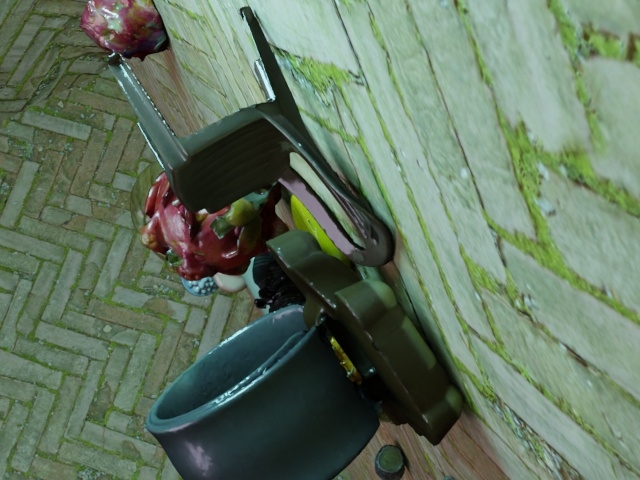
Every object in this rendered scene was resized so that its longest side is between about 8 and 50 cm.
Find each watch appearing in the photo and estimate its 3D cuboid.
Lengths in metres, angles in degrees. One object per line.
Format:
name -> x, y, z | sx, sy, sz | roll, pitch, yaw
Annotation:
watch -> -0.044, 0.195, 1.123 | 0.314, 0.326, 0.335 | 56, 170, -11

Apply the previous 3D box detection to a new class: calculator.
calculator -> 0.000, 0.000, 1.309 | 0.146, 0.032, 0.235 | 59, 171, 19

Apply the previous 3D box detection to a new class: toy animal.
toy animal -> -0.217, 0.005, 2.111 | 0.210, 0.229, 0.221 | 36, -142, -8

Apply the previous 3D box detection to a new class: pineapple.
pineapple -> 0.064, 0.228, 1.499 | 0.164, 0.140, 0.250 | 18, 177, 12

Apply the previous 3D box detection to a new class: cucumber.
cucumber -> 0.137, 0.435, 1.775 | 0.064, 0.064, 0.112 | 58, 168, 25

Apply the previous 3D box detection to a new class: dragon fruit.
dragon fruit -> -0.424, -0.444, 1.956 | 0.126, 0.161, 0.274 | 62, 170, 13
dragon fruit -> -0.169, -0.058, 1.446 | 0.243, 0.228, 0.307 | 21, 150, 17

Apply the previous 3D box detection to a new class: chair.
chair -> -0.077, -0.082, 1.025 | 0.327, 0.183, 0.176 | 59, 172, 22

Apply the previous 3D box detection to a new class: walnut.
walnut -> -0.366, -0.076, 2.410 | 0.252, 0.277, 0.313 | 6, -128, -53

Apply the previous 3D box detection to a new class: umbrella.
umbrella -> -0.071, 0.081, 1.672 | 0.337, 0.128, 0.154 | -112, 23, -49

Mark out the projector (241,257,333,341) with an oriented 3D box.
projector -> -0.089, 0.099, 1.878 | 0.338, 0.108, 0.108 | 58, 170, 22

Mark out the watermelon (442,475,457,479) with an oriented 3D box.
watermelon -> 0.201, 0.383, 1.336 | 0.085, 0.085, 0.061 | 53, 138, 46
